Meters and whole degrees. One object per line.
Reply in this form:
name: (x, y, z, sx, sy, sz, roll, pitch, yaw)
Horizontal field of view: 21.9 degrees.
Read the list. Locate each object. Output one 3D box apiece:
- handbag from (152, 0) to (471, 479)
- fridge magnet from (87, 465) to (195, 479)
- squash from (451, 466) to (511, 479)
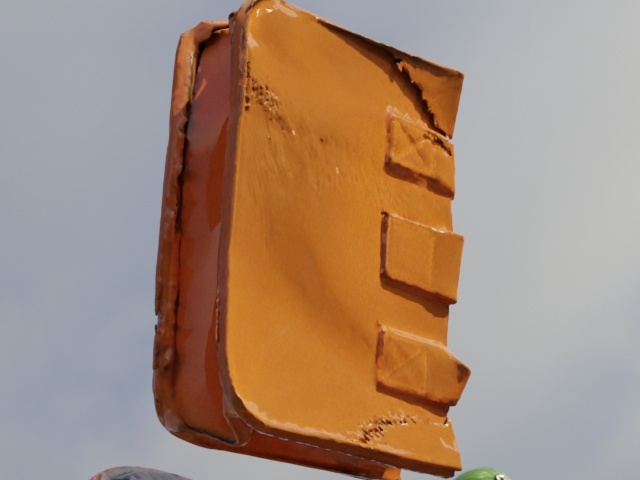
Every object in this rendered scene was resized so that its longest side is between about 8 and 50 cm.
handbag: (0.000, 0.000, 1.505, 0.303, 0.410, 0.116, 18, -25, -38)
fridge magnet: (-0.206, 0.424, 2.251, 0.364, 0.364, 0.155, 6, -72, -59)
squash: (0.126, 0.390, 2.031, 0.101, 0.101, 0.378, -19, -22, -44)
